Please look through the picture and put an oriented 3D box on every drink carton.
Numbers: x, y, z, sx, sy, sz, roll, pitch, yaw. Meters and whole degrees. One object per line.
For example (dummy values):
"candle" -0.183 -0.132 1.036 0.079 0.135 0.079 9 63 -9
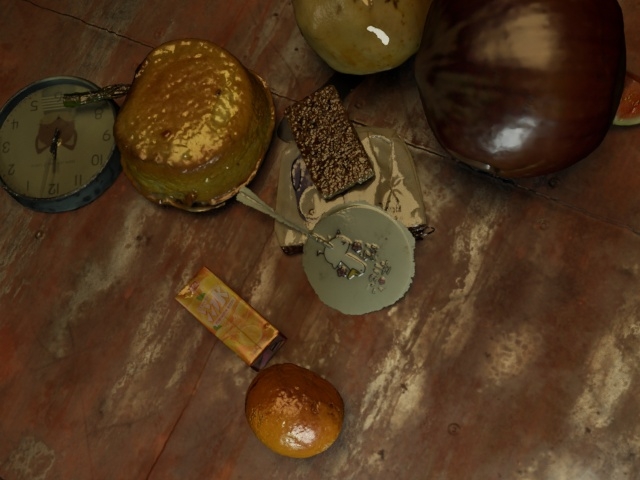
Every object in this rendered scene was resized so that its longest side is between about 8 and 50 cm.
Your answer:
"drink carton" -0.184 0.159 1.741 0.223 0.071 0.096 38 82 19

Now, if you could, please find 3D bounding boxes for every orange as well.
"orange" -0.052 0.324 1.606 0.193 0.193 0.161 32 95 17

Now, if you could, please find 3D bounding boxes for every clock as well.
"clock" -0.599 -0.224 1.937 0.325 0.067 0.325 -3 71 8

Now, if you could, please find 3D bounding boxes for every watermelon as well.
"watermelon" 0.635 -0.311 1.747 0.125 0.094 0.135 -25 65 9

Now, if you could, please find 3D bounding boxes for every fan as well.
"fan" 0.000 0.000 1.746 0.414 0.012 0.233 27 97 13

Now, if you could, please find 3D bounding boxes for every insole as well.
"insole" 0.006 -0.309 1.897 0.253 0.005 0.086 -44 72 -5

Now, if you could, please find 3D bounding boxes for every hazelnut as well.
"hazelnut" 0.393 -0.335 1.628 0.402 0.402 0.429 2 92 10

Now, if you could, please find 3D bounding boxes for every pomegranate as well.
"pomegranate" 0.102 -0.513 1.782 0.332 0.332 0.333 -3 72 8

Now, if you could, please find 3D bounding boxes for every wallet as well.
"wallet" 0.059 -0.106 1.788 0.335 0.068 0.275 -8 73 8

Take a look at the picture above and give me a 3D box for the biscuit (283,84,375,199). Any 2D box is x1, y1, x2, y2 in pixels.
"biscuit" 0.015 -0.207 1.779 0.131 0.025 0.231 -28 71 9

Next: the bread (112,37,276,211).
"bread" -0.282 -0.251 1.824 0.336 0.204 0.358 13 77 18

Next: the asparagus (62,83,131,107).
"asparagus" -0.495 -0.327 1.904 0.165 0.030 0.036 -12 60 4
